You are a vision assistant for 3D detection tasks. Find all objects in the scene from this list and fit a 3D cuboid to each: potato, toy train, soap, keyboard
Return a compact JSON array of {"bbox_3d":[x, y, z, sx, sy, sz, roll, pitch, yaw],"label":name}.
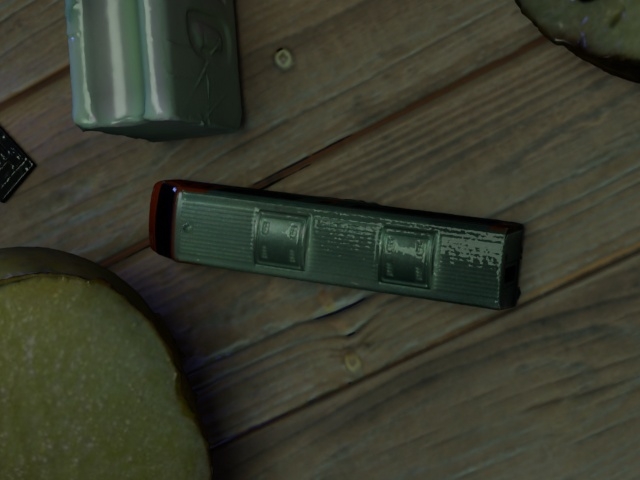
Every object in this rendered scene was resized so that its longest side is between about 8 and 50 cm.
[{"bbox_3d":[-0.326,0.218,1.855,0.385,0.319,0.442,29,91,-22],"label":"potato"},{"bbox_3d":[0.000,0.000,1.831,0.409,0.089,0.086,8,97,20],"label":"toy train"},{"bbox_3d":[-0.174,-0.279,1.834,0.115,0.208,0.346,-6,86,19],"label":"soap"},{"bbox_3d":[-0.402,-0.133,2.020,0.204,0.013,0.061,46,104,15],"label":"keyboard"}]

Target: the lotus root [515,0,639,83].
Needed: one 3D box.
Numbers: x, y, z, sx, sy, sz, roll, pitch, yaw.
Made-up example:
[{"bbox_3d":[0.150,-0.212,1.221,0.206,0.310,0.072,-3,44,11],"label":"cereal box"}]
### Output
[{"bbox_3d":[0.335,-0.331,1.662,0.390,0.111,0.374,-33,66,32],"label":"lotus root"}]
